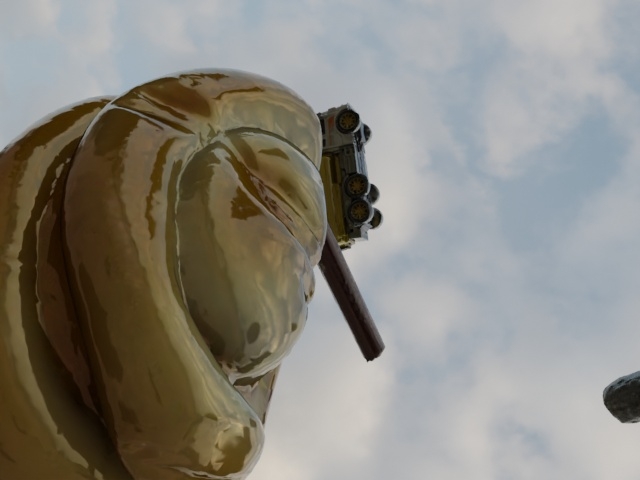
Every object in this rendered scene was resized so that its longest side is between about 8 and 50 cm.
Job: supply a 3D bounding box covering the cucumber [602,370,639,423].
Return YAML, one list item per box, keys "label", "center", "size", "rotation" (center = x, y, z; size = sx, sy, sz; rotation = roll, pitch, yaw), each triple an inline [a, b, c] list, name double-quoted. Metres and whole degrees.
- label: "cucumber"
  center: [0.398, 0.186, 0.870]
  size: [0.112, 0.064, 0.064]
  rotation: [-31, -108, 48]

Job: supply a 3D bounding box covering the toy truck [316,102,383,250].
- label: "toy truck"
  center: [0.027, -0.095, 1.140]
  size: [0.114, 0.098, 0.226]
  rotation: [-9, -99, 15]

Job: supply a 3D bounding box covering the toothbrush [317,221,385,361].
- label: "toothbrush"
  center: [0.001, 0.000, 0.951]
  size: [0.041, 0.041, 0.363]
  rotation: [-11, -70, 44]

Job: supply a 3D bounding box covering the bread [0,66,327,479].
- label: "bread"
  center: [-0.112, 0.042, 0.604]
  size: [0.246, 0.423, 0.328]
  rotation: [-12, -57, 17]
